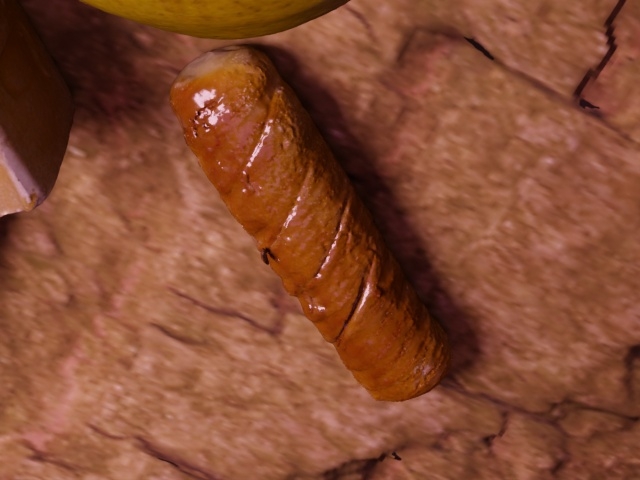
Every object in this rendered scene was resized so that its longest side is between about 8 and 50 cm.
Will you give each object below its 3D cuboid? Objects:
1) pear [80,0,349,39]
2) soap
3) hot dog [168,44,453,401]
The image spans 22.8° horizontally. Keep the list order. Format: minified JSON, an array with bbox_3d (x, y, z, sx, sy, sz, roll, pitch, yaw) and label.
[{"bbox_3d":[-0.065,-0.233,0.765,0.294,0.294,0.294,1,122,1],"label":"pear"},{"bbox_3d":[-0.231,-0.132,0.904,0.073,0.140,0.232,-23,119,11],"label":"soap"},{"bbox_3d":[0.001,-0.003,1.029,0.088,0.061,0.286,-35,117,8],"label":"hot dog"}]
